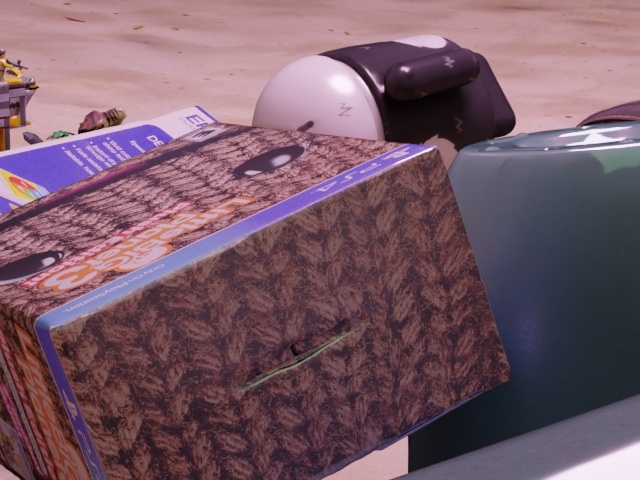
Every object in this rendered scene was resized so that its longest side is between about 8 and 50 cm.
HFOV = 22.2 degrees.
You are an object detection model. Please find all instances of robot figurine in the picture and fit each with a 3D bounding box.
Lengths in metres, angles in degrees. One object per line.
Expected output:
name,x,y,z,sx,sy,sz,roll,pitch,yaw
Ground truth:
robot figurine,0.064,-0.113,1.648,0.278,0.209,0.173,-14,32,-36

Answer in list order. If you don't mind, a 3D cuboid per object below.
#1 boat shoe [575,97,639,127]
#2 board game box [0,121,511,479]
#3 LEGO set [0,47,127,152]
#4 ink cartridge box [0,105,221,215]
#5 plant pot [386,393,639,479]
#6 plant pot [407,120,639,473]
boat shoe,0.388,-0.062,1.624,0.355,0.132,0.130,16,23,39
board game box,-0.077,0.043,0.947,0.232,0.141,0.291,-26,18,-23
LEGO set,-0.235,-0.087,1.532,0.255,0.192,0.331,-9,22,-30
ink cartridge box,-0.103,0.023,1.260,0.303,0.072,0.307,39,32,24
plant pot,0.163,0.189,0.599,0.334,0.341,0.341,-12,22,-14
plant pot,0.188,0.047,1.013,0.293,0.235,0.293,-6,8,1
